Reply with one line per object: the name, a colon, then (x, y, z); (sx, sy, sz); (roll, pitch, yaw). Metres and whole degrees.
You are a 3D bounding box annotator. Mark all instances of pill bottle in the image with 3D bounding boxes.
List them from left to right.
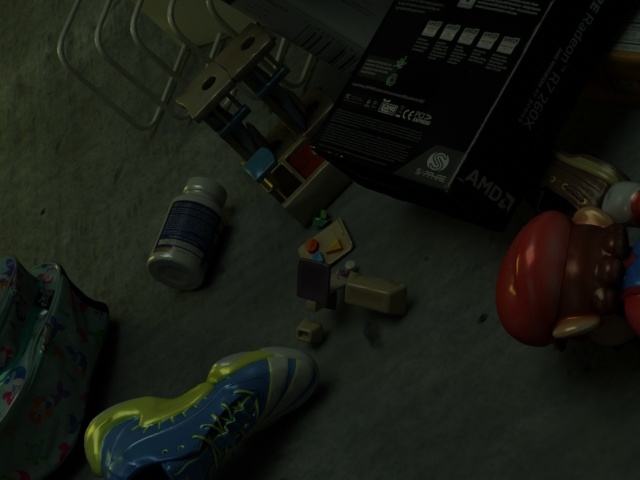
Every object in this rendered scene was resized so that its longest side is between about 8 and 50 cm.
pill bottle: (-0.146, -0.010, 1.999); (0.067, 0.067, 0.120); (-11, 48, 40)

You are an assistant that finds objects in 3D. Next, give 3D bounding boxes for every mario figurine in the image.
mario figurine: (0.298, 0.043, 1.467); (0.320, 0.170, 0.198); (-4, 16, 32)

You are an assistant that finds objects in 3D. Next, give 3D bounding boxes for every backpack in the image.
backpack: (-0.362, 0.156, 1.970); (0.225, 0.191, 0.254); (-23, 46, 29)

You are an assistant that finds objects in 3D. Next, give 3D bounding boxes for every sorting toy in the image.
sorting toy: (0.000, 0.000, 1.882); (0.062, 0.012, 0.083); (-39, 35, 11)

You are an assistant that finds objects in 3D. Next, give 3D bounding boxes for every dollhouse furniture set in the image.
dollhouse furniture set: (-0.046, -0.132, 1.960); (0.129, 0.129, 0.184); (-46, 33, 1)
dollhouse furniture set: (0.044, 0.061, 1.779); (0.114, 0.091, 0.081); (13, 21, 28)

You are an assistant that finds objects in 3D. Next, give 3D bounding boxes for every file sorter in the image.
file sorter: (-0.150, -0.264, 2.153); (0.277, 0.193, 0.173); (-11, 50, 40)

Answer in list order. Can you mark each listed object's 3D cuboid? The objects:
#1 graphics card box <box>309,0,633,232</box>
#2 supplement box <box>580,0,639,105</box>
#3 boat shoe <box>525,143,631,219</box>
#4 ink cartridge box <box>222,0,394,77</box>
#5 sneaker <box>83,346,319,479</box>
graphics card box: (0.167, -0.204, 1.707); (0.232, 0.094, 0.371); (20, 77, 53)
supplement box: (0.290, -0.182, 1.702); (0.080, 0.078, 0.233); (-53, 35, -13)
boat shoe: (0.215, -0.052, 1.662); (0.060, 0.064, 0.178); (-52, 37, -12)
ink cartridge box: (-0.031, -0.382, 2.028); (0.071, 0.324, 0.330); (-40, 28, 47)
sneaker: (-0.104, 0.190, 1.698); (0.240, 0.091, 0.126); (-22, 37, -1)
